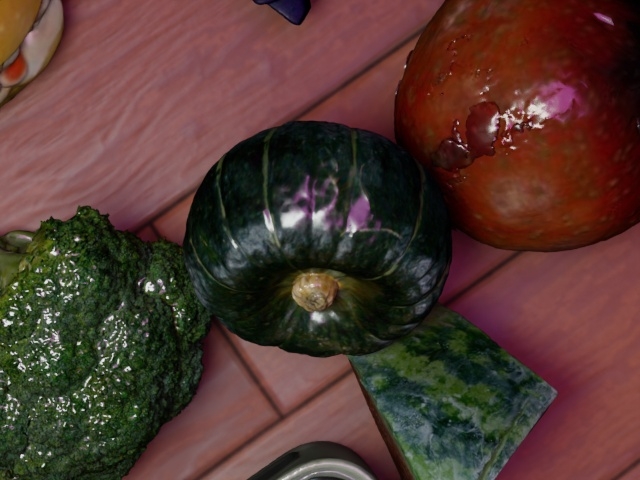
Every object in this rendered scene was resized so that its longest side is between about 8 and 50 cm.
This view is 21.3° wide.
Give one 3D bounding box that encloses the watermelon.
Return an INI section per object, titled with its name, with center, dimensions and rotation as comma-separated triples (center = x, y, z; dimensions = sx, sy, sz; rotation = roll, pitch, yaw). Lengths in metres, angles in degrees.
[watermelon]
center = 0.111, 0.177, 1.686
dimensions = 0.193, 0.310, 0.232
rotation = -48, 127, -4

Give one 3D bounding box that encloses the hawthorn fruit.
[hawthorn fruit]
center = 0.227, -0.129, 1.660
dimensions = 0.316, 0.316, 0.316
rotation = 0, 86, -2

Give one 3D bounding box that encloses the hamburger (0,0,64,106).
[hamburger]
center = -0.391, -0.249, 1.673
dimensions = 0.276, 0.237, 0.276
rotation = 0, 84, -2

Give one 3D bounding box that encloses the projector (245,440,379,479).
[projector]
center = -0.012, 0.348, 1.637
dimensions = 0.248, 0.249, 0.249
rotation = -35, 88, -3

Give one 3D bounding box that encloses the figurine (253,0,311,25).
[figurine]
center = -0.161, -0.380, 1.737
dimensions = 0.421, 0.154, 0.193
rotation = 43, 121, -7

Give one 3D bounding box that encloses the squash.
[squash]
center = 0.000, 0.000, 1.579
dimensions = 0.252, 0.252, 0.165
rotation = 6, 59, -1

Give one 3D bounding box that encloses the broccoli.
[broccoli]
center = -0.261, 0.099, 1.655
dimensions = 0.321, 0.304, 0.283
rotation = -48, 58, -6
